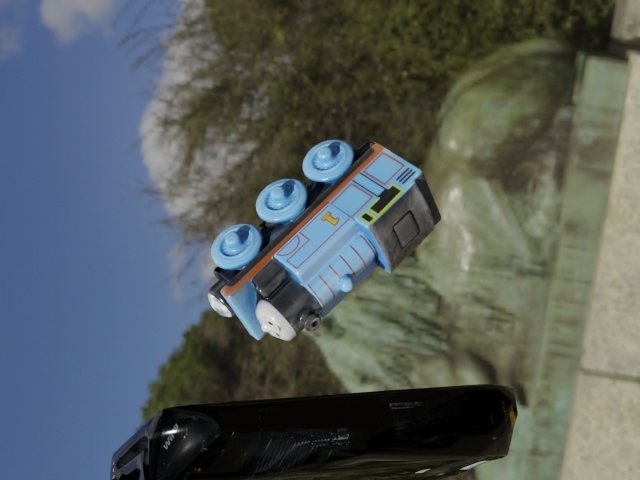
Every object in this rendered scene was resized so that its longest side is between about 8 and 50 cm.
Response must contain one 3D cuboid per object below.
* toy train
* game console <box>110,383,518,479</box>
[{"bbox_3d":[0.000,0.000,0.875,0.184,0.105,0.080,-44,-42,-14],"label":"toy train"},{"bbox_3d":[-0.043,0.156,0.754,0.361,0.213,0.044,136,129,-59],"label":"game console"}]
